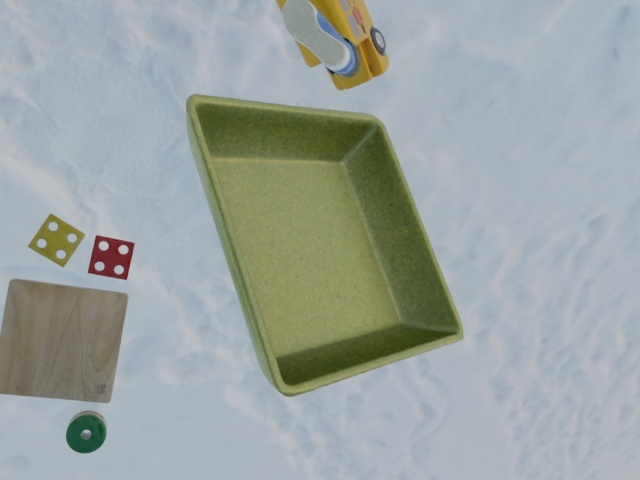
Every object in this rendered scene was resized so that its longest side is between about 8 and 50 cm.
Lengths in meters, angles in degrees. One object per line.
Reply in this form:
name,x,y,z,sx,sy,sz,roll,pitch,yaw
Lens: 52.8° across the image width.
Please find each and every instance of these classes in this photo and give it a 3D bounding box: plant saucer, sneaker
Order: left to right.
plant saucer,0.000,0.000,0.442,0.188,0.188,0.045,-5,161,-46
sneaker,0.004,-0.311,1.004,0.058,0.152,0.085,-46,159,14

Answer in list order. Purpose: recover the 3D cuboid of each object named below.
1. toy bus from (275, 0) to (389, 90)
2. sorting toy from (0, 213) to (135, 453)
toy bus,-0.003,-0.416,1.098,0.108,0.130,0.332,-15,113,32
sorting toy,-0.305,0.108,0.769,0.132,0.046,0.274,9,91,-16
